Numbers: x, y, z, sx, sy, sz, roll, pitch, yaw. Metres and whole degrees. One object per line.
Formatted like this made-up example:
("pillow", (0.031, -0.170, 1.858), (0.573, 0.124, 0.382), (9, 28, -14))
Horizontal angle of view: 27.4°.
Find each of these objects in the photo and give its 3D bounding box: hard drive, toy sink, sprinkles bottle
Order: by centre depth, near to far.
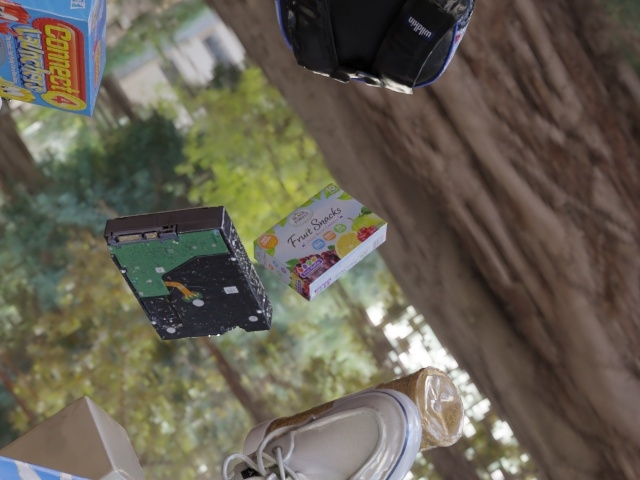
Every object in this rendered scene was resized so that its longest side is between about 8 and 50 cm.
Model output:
("toy sink", (-0.384, 0.368, 1.910), (0.234, 0.131, 0.153), (-34, -132, 1))
("sprinkles bottle", (0.045, 0.292, 1.986), (0.355, 0.121, 0.121), (-24, -168, 36))
("hard drive", (-0.247, 0.067, 2.514), (0.237, 0.339, 0.064), (-7, -128, 13))

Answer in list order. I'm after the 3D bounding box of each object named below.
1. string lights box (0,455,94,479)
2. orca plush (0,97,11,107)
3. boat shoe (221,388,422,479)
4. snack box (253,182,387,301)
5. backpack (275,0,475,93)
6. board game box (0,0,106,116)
("string lights box", (-0.322, 0.298, 1.348), (0.077, 0.133, 0.260), (-13, 154, 32))
("orca plush", (-0.561, -0.221, 1.953), (0.151, 0.287, 0.102), (-8, 134, -49))
("boat shoe", (-0.053, 0.291, 1.560), (0.367, 0.136, 0.156), (-36, 151, 22))
("snack box", (0.000, 0.000, 1.642), (0.141, 0.100, 0.037), (-38, 149, -28))
("backpack", (0.065, -0.308, 1.530), (0.263, 0.276, 0.213), (99, 15, -51))
("board game box", (-0.416, -0.273, 1.589), (0.308, 0.302, 0.086), (119, -17, -72))
